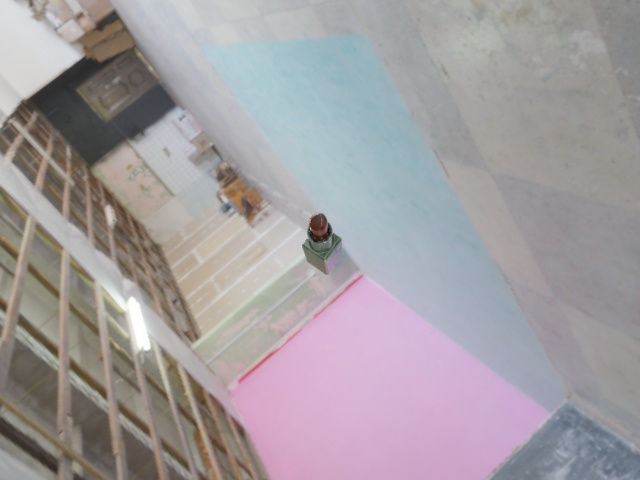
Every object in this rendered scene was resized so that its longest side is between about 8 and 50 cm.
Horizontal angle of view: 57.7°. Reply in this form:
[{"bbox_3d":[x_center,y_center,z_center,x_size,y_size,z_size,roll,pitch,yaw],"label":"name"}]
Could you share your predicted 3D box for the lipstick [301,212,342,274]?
[{"bbox_3d":[0.001,-0.001,0.551,0.030,0.030,0.129,34,168,13],"label":"lipstick"}]
